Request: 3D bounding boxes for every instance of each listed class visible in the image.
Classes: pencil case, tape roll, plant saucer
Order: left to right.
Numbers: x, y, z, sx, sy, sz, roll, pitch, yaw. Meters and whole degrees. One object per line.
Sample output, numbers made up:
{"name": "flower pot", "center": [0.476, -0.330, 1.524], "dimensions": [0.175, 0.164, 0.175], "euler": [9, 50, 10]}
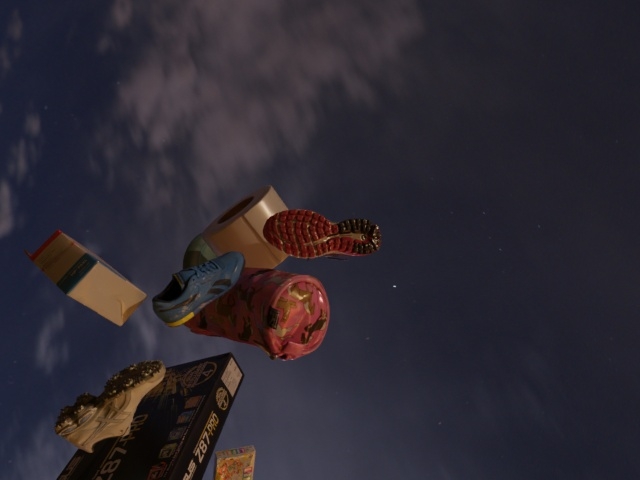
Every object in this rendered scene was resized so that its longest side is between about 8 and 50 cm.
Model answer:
{"name": "plant saucer", "center": [-0.306, 0.101, 1.542], "dimensions": [0.044, 0.318, 0.317], "euler": [-29, -112, 44]}
{"name": "pencil case", "center": [-0.163, 0.146, 0.995], "dimensions": [0.386, 0.167, 0.159], "euler": [1, -69, 45]}
{"name": "tape roll", "center": [-0.192, -0.022, 1.305], "dimensions": [0.246, 0.246, 0.169], "euler": [-27, -71, 24]}

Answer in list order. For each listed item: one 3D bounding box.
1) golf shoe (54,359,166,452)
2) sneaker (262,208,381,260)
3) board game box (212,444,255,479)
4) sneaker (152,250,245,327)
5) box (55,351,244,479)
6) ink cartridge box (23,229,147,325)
{"name": "golf shoe", "center": [-0.305, 0.253, 0.698], "dimensions": [0.176, 0.069, 0.085], "euler": [-31, -70, -4]}
{"name": "sneaker", "center": [0.000, 0.000, 1.146], "dimensions": [0.112, 0.300, 0.120], "euler": [154, -58, -65]}
{"name": "board game box", "center": [-0.233, 0.627, 1.215], "dimensions": [0.026, 0.104, 0.153], "euler": [-146, -120, -61]}
{"name": "sneaker", "center": [-0.234, 0.077, 0.894], "dimensions": [0.069, 0.082, 0.209], "euler": [27, -125, 35]}
{"name": "box", "center": [-0.378, 0.440, 1.041], "dimensions": [0.319, 0.394, 0.097], "euler": [-18, -69, 16]}
{"name": "ink cartridge box", "center": [-0.458, 0.062, 0.881], "dimensions": [0.231, 0.134, 0.078], "euler": [24, -110, 37]}
